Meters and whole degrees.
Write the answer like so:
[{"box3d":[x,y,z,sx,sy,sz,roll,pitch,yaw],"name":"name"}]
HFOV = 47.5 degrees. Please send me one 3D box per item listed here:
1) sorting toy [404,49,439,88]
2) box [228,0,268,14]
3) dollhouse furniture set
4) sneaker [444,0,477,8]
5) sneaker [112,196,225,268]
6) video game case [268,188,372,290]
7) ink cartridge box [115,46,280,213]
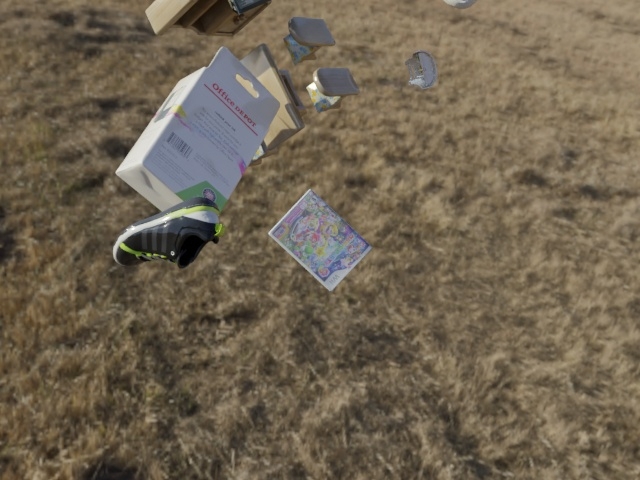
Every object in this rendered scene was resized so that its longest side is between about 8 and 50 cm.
[{"box3d":[0.217,-0.377,1.607,0.045,0.083,0.075,-25,17,-34],"name":"sorting toy"},{"box3d":[-0.085,-0.536,1.496,0.220,0.051,0.175,-25,23,-2],"name":"box"},{"box3d":[-0.184,-0.406,1.684,0.256,0.362,0.394,-19,82,-53],"name":"dollhouse furniture set"},{"box3d":[0.237,-0.487,1.185,0.114,0.152,0.305,-5,64,16],"name":"sneaker"},{"box3d":[-0.269,0.008,1.267,0.084,0.235,0.097,21,47,-56],"name":"sneaker"},{"box3d":[0.000,0.000,1.025,0.122,0.087,0.011,43,-1,-8],"name":"video game case"},{"box3d":[-0.254,-0.224,1.579,0.119,0.207,0.353,-10,45,49],"name":"ink cartridge box"}]
